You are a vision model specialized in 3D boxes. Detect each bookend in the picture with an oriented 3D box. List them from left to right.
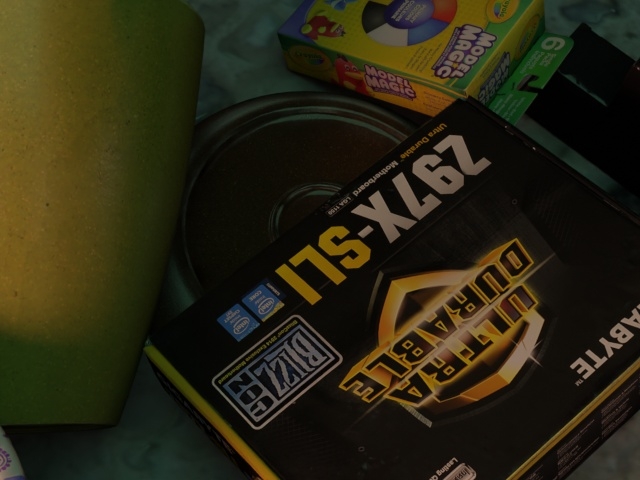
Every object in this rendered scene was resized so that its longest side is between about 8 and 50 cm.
[{"bbox_3d":[0.259,-0.133,1.097,0.157,0.156,0.072,38,65,12],"label":"bookend"}]

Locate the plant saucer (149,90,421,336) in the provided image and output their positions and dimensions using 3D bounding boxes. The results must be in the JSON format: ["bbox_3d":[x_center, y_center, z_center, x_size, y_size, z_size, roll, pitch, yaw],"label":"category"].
[{"bbox_3d":[0.000,0.000,1.056,0.311,0.050,0.310,3,62,-6],"label":"plant saucer"}]

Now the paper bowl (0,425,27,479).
[{"bbox_3d":[-0.311,0.206,0.755,0.284,0.148,0.284,8,52,-10],"label":"paper bowl"}]

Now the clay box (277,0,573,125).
[{"bbox_3d":[0.090,-0.173,1.106,0.222,0.053,0.127,21,60,31],"label":"clay box"}]

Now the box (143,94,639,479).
[{"bbox_3d":[0.079,0.069,0.916,0.322,0.079,0.257,-38,55,-17],"label":"box"}]

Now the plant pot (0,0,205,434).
[{"bbox_3d":[-0.216,-0.011,0.936,0.275,0.275,0.293,-1,80,-8],"label":"plant pot"}]
